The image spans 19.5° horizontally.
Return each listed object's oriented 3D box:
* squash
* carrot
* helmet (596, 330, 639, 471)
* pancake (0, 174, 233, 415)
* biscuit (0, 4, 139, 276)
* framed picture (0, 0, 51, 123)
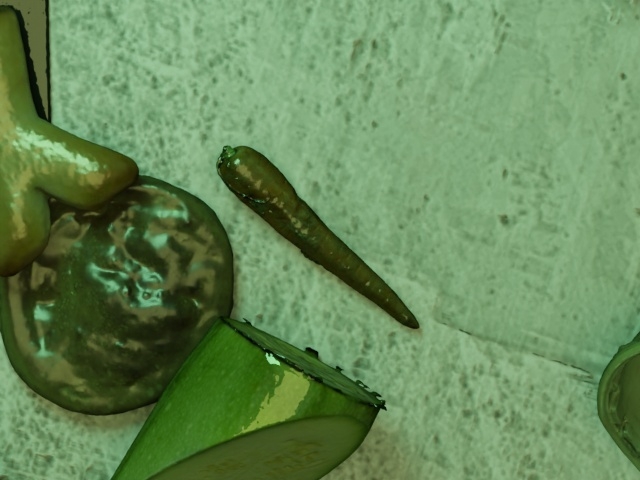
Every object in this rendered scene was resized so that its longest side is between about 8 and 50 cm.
[{"bbox_3d":[-0.080,0.213,1.689,0.189,0.189,0.260,30,92,-5],"label":"squash"},{"bbox_3d":[0.000,0.000,1.739,0.254,0.049,0.049,42,94,-11],"label":"carrot"},{"bbox_3d":[0.380,0.142,1.724,0.204,0.137,0.257,-19,119,36],"label":"helmet"},{"bbox_3d":[-0.197,0.046,1.731,0.242,0.050,0.241,0,96,-3],"label":"pancake"},{"bbox_3d":[-0.288,-0.091,1.690,0.164,0.047,0.208,-38,88,5],"label":"biscuit"},{"bbox_3d":[-0.373,-0.193,1.715,0.244,0.013,0.323,0,98,-2],"label":"framed picture"}]
